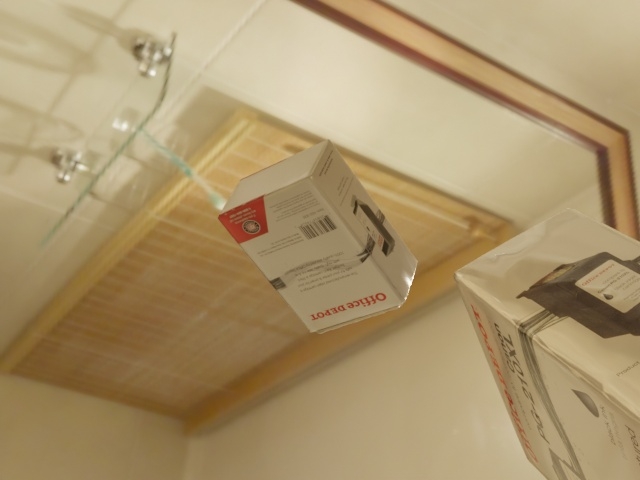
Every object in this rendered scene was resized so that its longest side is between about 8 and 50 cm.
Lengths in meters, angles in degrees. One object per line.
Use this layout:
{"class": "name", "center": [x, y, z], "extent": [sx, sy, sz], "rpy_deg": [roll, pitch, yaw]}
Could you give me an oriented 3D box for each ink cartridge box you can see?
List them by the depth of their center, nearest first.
{"class": "ink cartridge box", "center": [0.190, 0.102, 0.557], "extent": [0.100, 0.172, 0.237], "rpy_deg": [-28, -156, -7]}
{"class": "ink cartridge box", "center": [0.000, 0.000, 0.785], "extent": [0.099, 0.135, 0.056], "rpy_deg": [-21, -152, 33]}
